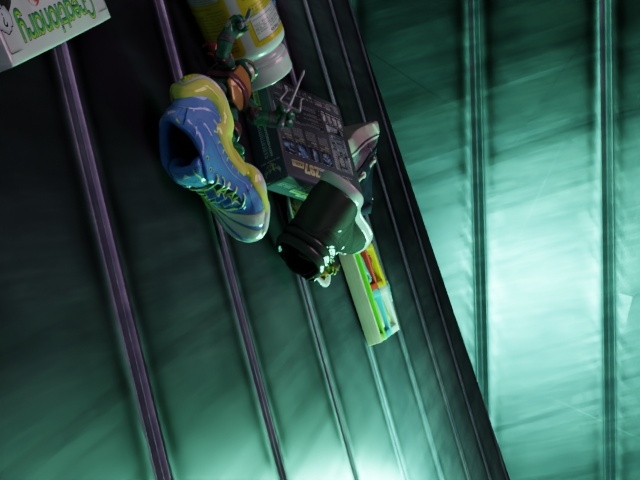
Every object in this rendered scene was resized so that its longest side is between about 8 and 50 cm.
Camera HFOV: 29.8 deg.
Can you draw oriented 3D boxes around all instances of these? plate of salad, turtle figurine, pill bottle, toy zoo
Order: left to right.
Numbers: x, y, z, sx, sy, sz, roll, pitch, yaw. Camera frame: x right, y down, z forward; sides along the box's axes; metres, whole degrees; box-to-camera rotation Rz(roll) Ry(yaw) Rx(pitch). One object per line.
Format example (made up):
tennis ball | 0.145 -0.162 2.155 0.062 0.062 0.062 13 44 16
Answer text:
pill bottle | -0.126 -0.336 1.806 0.119 0.119 0.209 -87 157 -60
turtle figurine | -0.113 -0.213 1.697 0.175 0.118 0.234 51 35 -22
plate of salad | -0.011 -0.019 2.037 0.200 0.048 0.200 -18 90 -79
toy zoo | 0.103 0.102 2.415 0.293 0.030 0.192 -12 84 -78

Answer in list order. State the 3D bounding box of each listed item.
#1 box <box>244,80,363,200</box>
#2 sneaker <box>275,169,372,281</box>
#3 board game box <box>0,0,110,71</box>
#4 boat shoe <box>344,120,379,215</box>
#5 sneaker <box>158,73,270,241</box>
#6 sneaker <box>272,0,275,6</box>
box | -0.030 -0.158 1.985 0.232 0.059 0.183 13 57 -55
sneaker | 0.000 0.000 1.898 0.104 0.147 0.296 35 -10 13
board game box | -0.292 -0.268 1.112 0.305 0.053 0.193 -72 143 -70
boat shoe | 0.054 -0.136 2.374 0.340 0.127 0.158 -44 122 -68
sneaker | -0.143 -0.079 1.491 0.240 0.091 0.126 67 31 -25
sneaker | -0.117 -0.343 2.001 0.221 0.083 0.087 -76 159 -59
